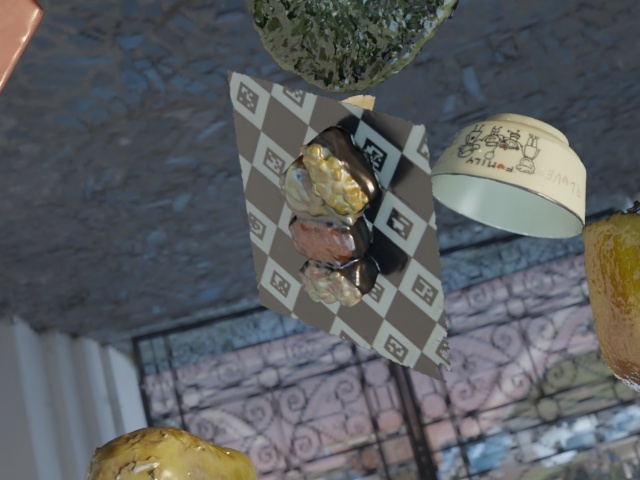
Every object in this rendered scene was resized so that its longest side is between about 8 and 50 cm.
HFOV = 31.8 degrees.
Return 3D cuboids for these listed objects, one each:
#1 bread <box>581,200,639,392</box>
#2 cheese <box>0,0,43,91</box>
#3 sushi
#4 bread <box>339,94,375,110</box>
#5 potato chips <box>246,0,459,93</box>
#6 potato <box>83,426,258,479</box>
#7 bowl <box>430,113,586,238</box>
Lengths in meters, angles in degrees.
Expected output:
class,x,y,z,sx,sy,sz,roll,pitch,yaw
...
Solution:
class,x,y,z,sx,sy,sz,roll,pitch,yaw
bread,0.341,0.087,1.058,0.260,0.134,0.129,40,152,-26
cheese,-0.278,-0.135,0.737,0.177,0.128,0.203,17,157,13
sushi,0.000,0.000,1.081,0.050,0.264,0.290,-36,132,-36
bread,0.021,-0.113,1.498,0.077,0.152,0.105,-14,-169,-39
potato chips,0.010,-0.230,0.890,0.202,0.220,0.029,-29,176,38
potato,-0.084,0.153,0.653,0.091,0.070,0.138,-44,150,6
bowl,0.281,-0.100,1.630,0.238,0.126,0.238,18,166,5
